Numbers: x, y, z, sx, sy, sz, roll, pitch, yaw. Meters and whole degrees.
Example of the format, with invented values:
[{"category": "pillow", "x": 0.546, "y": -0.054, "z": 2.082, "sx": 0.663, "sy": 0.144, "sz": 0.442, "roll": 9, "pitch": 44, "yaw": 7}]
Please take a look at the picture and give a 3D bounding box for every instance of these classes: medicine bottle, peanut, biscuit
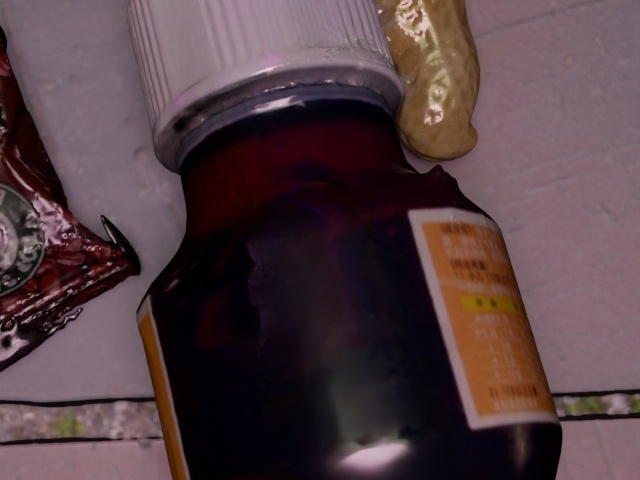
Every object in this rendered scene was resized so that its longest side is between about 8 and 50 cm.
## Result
[{"category": "medicine bottle", "x": 0.000, "y": 0.000, "z": 0.819, "sx": 0.242, "sy": 0.242, "sz": 0.395, "roll": -9, "pitch": 76, "yaw": -6}, {"category": "peanut", "x": 0.069, "y": -0.140, "z": 0.929, "sx": 0.080, "sy": 0.080, "sz": 0.175, "roll": -11, "pitch": 83, "yaw": -6}, {"category": "biscuit", "x": -0.238, "y": -0.034, "z": 0.895, "sx": 0.151, "sy": 0.063, "sz": 0.235, "roll": -30, "pitch": 88, "yaw": 3}]
